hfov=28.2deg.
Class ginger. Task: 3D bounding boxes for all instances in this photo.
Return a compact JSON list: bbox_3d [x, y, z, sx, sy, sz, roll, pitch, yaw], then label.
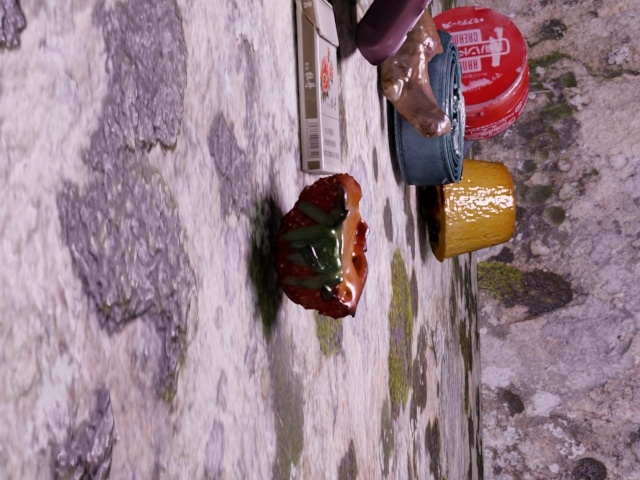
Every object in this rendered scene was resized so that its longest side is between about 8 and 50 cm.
[{"bbox_3d":[0.144,-0.290,2.006,0.122,0.084,0.290,15,62,-46],"label":"ginger"}]

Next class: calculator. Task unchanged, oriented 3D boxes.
[{"bbox_3d":[0.110,-0.320,1.674,0.194,0.043,0.294,-55,-169,8],"label":"calculator"}]

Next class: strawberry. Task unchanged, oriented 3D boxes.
[{"bbox_3d":[-0.001,0.000,1.251,0.140,0.085,0.192,72,18,-48],"label":"strawberry"}]

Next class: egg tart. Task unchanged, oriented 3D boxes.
[{"bbox_3d":[0.274,-0.067,2.428,0.215,0.170,0.215,176,-90,-85],"label":"egg tart"}]

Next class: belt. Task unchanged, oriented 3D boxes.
[{"bbox_3d":[0.180,-0.223,2.130,0.206,0.116,0.268,22,67,-74],"label":"belt"}]

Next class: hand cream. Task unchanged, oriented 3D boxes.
[{"bbox_3d":[0.279,-0.308,2.375,0.149,0.230,0.230,63,27,-64],"label":"hand cream"}]

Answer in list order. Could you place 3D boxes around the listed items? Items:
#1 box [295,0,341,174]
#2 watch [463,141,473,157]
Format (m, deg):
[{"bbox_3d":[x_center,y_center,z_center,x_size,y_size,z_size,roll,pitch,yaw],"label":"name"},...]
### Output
[{"bbox_3d":[-0.001,-0.174,1.436,0.109,0.029,0.198,-3,91,-79],"label":"box"},{"bbox_3d":[0.265,-0.252,2.552,0.193,0.068,0.206,-98,-164,-45],"label":"watch"}]
